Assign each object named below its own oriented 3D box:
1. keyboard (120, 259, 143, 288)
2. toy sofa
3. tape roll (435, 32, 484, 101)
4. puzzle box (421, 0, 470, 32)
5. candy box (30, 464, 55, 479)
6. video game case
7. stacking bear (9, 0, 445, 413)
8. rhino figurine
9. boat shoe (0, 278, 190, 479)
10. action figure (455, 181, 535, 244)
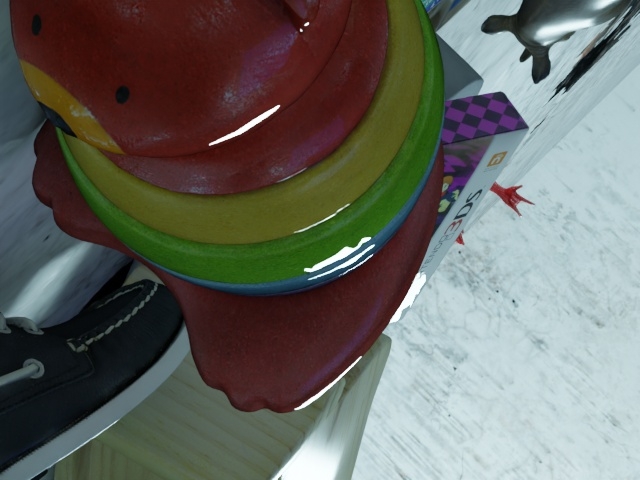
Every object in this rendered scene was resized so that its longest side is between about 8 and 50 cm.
[{"bbox_3d":[-0.076,-0.034,1.226,0.072,0.014,0.256,-42,173,-30],"label":"keyboard"},{"bbox_3d":[-0.083,0.180,1.258,0.177,0.150,0.362,-49,160,-39],"label":"toy sofa"},{"bbox_3d":[0.018,-0.061,1.405,0.219,0.072,0.219,-45,173,-7],"label":"tape roll"},{"bbox_3d":[0.152,-0.257,1.127,0.409,0.052,0.272,-43,173,-21],"label":"puzzle box"},{"bbox_3d":[-0.177,0.152,1.327,0.196,0.070,0.164,-40,156,-43],"label":"candy box"},{"bbox_3d":[0.000,0.000,1.269,0.232,0.042,0.210,-13,147,-37],"label":"video game case"},{"bbox_3d":[-0.036,-0.062,0.724,0.164,0.175,0.289,-43,166,-6],"label":"stacking bear"},{"bbox_3d":[0.167,-0.172,1.193,0.106,0.073,0.243,-46,177,-30],"label":"rhino figurine"},{"bbox_3d":[-0.176,0.086,0.987,0.114,0.091,0.302,-25,-169,41],"label":"boat shoe"},{"bbox_3d":[0.110,-0.013,2.053,0.280,0.139,0.091,-50,174,16],"label":"action figure"}]
